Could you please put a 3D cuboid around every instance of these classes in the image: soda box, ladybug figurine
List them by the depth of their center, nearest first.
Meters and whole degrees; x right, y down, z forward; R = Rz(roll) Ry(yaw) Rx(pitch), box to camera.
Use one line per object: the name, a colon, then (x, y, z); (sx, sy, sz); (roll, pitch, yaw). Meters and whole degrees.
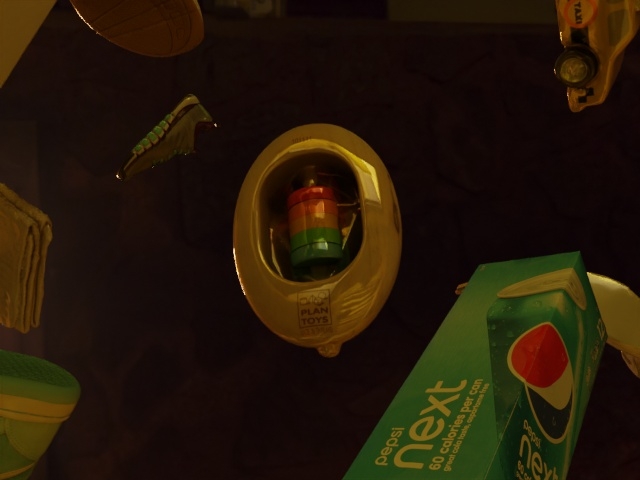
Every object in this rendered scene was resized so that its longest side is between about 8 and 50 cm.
soda box: (0.097, 0.086, 0.369); (0.210, 0.071, 0.067); (-44, 116, -48)
ladybug figurine: (0.000, 0.000, 1.225); (0.162, 0.305, 0.449); (62, 23, -61)

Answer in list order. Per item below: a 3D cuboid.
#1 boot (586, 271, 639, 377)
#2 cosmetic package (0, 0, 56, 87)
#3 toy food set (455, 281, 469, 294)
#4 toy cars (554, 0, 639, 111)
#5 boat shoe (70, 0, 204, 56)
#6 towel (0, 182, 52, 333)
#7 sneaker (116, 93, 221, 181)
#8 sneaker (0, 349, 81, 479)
boot: (0.475, 0.154, 1.029); (0.095, 0.258, 0.123); (-48, 161, -19)
cosmetic package: (-0.399, -0.403, 0.798); (0.385, 0.156, 0.217); (-59, 142, -8)
toy food set: (0.357, 0.107, 1.571); (0.082, 0.083, 0.020); (97, -19, -79)
toy cars: (0.261, -0.316, 0.590); (0.176, 0.087, 0.394); (13, 81, -56)
boat shoe: (-0.185, -0.257, 0.553); (0.277, 0.098, 0.096); (43, 33, -63)
towel: (-0.493, 0.003, 1.017); (0.282, 0.049, 0.187); (29, -67, 34)
sneaker: (-0.301, -0.184, 1.340); (0.224, 0.098, 0.083); (-47, -165, -7)
sneaker: (-0.410, 0.198, 0.636); (0.127, 0.319, 0.208); (24, -89, 52)
